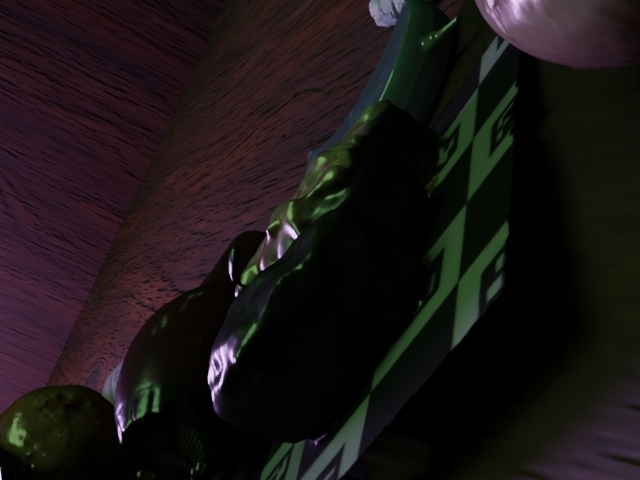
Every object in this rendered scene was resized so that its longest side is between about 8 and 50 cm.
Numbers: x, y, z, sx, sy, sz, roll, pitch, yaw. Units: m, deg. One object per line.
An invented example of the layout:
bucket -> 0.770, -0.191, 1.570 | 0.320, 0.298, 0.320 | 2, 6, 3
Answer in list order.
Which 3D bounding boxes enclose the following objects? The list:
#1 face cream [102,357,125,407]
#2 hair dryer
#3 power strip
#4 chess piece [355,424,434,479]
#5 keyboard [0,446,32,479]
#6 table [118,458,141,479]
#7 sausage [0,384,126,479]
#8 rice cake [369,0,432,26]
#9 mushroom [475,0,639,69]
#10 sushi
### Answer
face cream -> -0.184, 0.153, 1.265 | 0.269, 0.082, 0.082 | -39, 29, 58
hair dryer -> -0.121, 0.180, 1.014 | 0.312, 0.123, 0.341 | -69, -1, -67
power strip -> 0.052, -0.109, 0.947 | 0.216, 0.044, 0.137 | -55, 17, 34
chess piece -> 0.027, 0.145, 0.601 | 0.042, 0.042, 0.093 | -19, 52, 71
keyboard -> -0.286, 0.201, 0.958 | 0.317, 0.027, 0.106 | 0, 95, 62
table -> -0.262, 0.317, 1.295 | 0.146, 0.062, 0.175 | -42, 25, 57
sausage -> -0.283, 0.217, 1.168 | 0.501, 0.123, 0.136 | 151, 136, -71
rice cake -> 0.109, -0.296, 1.078 | 0.211, 0.038, 0.124 | -64, 14, -2
mushroom -> 0.135, -0.189, 0.512 | 0.226, 0.178, 0.227 | -157, 90, -85
sushi -> 0.000, 0.000, 0.729 | 0.296, 0.100, 0.373 | -55, 9, 33
